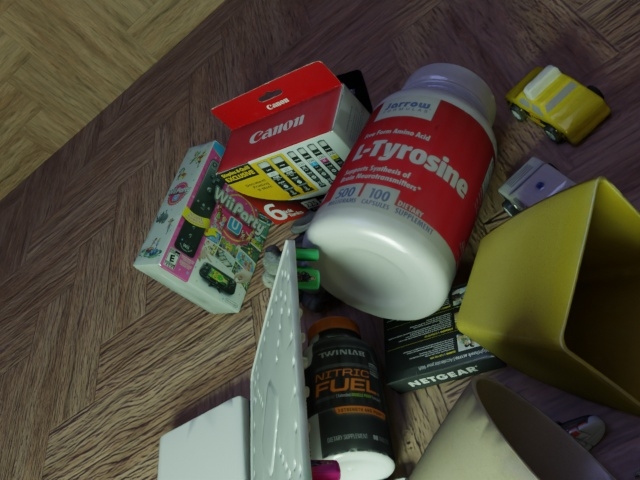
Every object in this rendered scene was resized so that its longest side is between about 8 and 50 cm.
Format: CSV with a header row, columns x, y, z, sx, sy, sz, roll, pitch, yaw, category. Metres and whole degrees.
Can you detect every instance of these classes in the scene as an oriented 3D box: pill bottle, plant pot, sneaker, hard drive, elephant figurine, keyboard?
x,y,z,sx,sy,sz,roll,pitch,yaw,category
0.150,-0.095,0.995,0.229,0.229,0.408,-6,44,41,pill bottle
0.300,0.076,0.771,0.187,0.212,0.212,-11,51,55,plant pot
0.270,0.243,0.766,0.157,0.061,0.065,-32,35,20,sneaker
-0.200,0.454,1.056,0.210,0.040,0.319,-31,42,21,hard drive
0.000,0.000,1.161,0.185,0.169,0.239,17,52,19,elephant figurine
0.031,0.237,0.940,0.130,0.130,0.246,-30,43,23,pill bottle
0.065,-0.332,1.461,0.100,0.038,0.192,-13,45,6,keyboard
0.162,0.325,0.617,0.274,0.256,0.256,-51,38,11,plant pot

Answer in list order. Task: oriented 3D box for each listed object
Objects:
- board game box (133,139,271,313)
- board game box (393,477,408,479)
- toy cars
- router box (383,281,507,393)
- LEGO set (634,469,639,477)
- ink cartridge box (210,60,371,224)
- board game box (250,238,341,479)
x,y,z,sx,sy,sz,roll,pitch,yaw,category
-0.233,-0.026,1.333,0.097,0.224,0.304,-8,55,41,board game box
0.083,0.411,0.830,0.103,0.026,0.154,-26,44,26,board game box
0.361,-0.156,0.979,0.176,0.087,0.394,-13,51,37,toy cars
0.182,0.146,0.937,0.178,0.046,0.133,-23,46,30,router box
0.384,0.260,0.668,0.083,0.023,0.054,-22,46,30,LEGO set
-0.048,-0.182,1.245,0.309,0.272,0.130,-14,50,37,ink cartridge box
-0.050,0.265,0.876,0.390,0.050,0.390,108,163,-45,board game box
